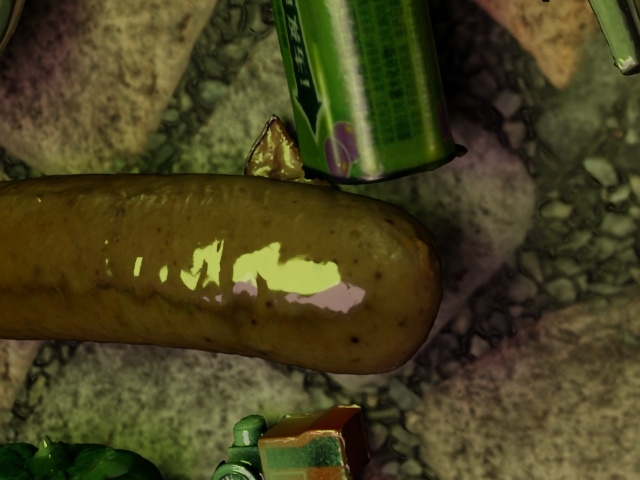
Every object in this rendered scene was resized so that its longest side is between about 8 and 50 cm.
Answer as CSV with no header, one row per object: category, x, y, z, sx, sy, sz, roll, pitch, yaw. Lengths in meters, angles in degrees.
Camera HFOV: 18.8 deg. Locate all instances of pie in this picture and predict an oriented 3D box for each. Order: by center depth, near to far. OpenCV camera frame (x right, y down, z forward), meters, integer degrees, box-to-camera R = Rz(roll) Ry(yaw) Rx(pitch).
pie,0.000,0.000,1.365,0.170,0.034,0.092,44,114,6

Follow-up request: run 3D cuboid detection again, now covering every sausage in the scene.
sausage,-0.139,0.015,1.362,0.501,0.123,0.136,2,150,32

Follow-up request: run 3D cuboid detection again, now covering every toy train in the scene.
toy train,-0.013,0.212,1.416,0.118,0.074,0.176,-7,100,23

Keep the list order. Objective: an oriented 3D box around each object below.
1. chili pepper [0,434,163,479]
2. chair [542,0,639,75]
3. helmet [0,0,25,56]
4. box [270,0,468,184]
chili pepper,-0.202,0.329,1.472,0.167,0.213,0.385,12,109,51
chair,0.164,-0.274,1.126,0.203,0.190,0.274,-36,60,28
helmet,-0.368,-0.213,1.364,0.338,0.271,0.197,52,151,1
box,0.011,-0.211,1.246,0.097,0.134,0.345,-14,101,-15
